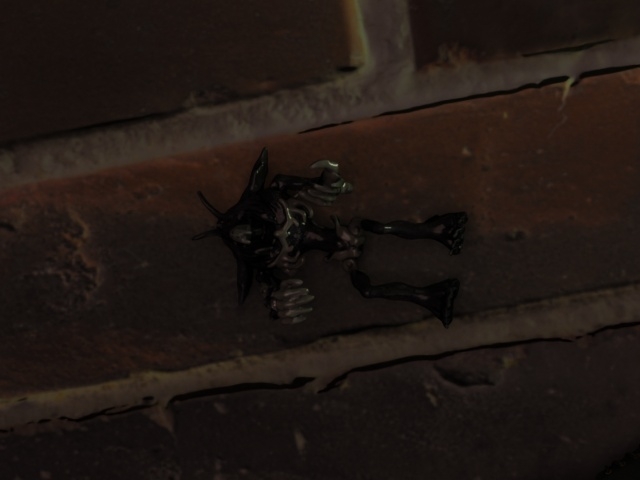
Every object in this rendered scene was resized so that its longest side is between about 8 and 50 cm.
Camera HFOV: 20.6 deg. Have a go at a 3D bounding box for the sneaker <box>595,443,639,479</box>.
[{"bbox_3d":[0.296,0.226,1.690,0.222,0.083,0.118,2,74,14],"label":"sneaker"}]

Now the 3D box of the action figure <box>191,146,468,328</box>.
[{"bbox_3d":[0.000,0.000,1.713,0.275,0.141,0.164,9,92,8],"label":"action figure"}]
